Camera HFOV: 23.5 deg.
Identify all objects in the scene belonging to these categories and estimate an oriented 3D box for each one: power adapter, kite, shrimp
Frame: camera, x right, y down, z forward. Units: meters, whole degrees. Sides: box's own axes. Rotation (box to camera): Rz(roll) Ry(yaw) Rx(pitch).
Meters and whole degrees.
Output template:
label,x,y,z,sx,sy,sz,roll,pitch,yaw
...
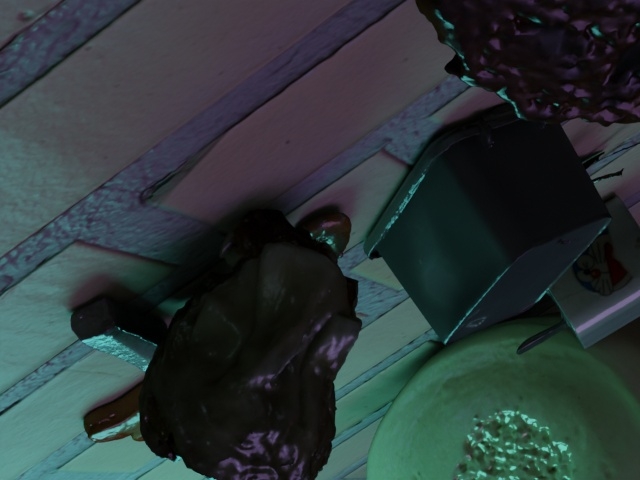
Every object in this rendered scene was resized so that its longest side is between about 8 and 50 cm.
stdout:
label,x,y,z,sx,sy,sz,roll,pitch,yaw
power adapter,0.310,0.059,1.868,0.205,0.130,0.125,-33,161,5
kite,0.253,-0.048,1.615,0.160,0.010,0.183,-21,-166,42
shrimp,0.000,0.000,1.448,0.059,0.023,0.108,-17,159,-8

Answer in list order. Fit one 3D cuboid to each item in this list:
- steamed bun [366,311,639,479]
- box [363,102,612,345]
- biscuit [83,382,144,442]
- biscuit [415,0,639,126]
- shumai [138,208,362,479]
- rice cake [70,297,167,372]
label,x,y,z,sx,sy,sz,roll,pitch,yaw
steamed bun,0.303,0.247,2.098,0.456,0.290,0.371,-27,170,27
box,0.164,-0.012,1.476,0.163,0.135,0.243,-19,158,-30
biscuit,-0.129,0.143,1.600,0.250,0.036,0.165,-37,160,21
biscuit,0.204,-0.203,0.994,0.289,0.081,0.334,-2,142,1
shumai,-0.039,0.097,1.351,0.218,0.189,0.256,-55,-169,18
rice cake,-0.173,0.092,1.410,0.047,0.036,0.206,-20,163,10
